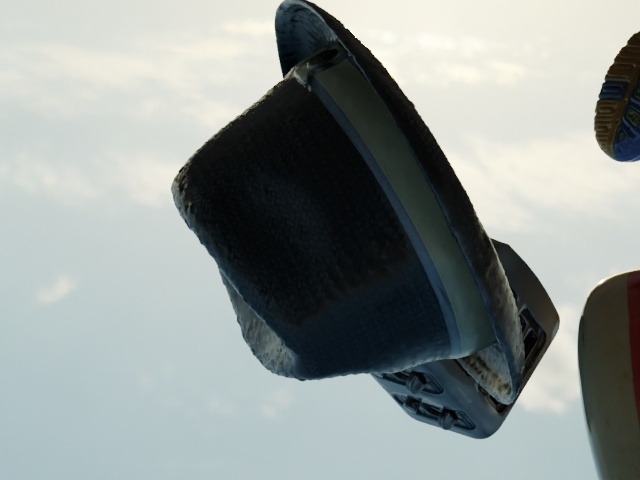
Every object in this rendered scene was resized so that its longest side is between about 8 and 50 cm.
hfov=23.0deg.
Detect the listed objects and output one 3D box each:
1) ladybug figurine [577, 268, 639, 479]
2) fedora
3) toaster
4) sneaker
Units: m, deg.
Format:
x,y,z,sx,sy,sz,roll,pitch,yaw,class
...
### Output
x,y,z,sx,sy,sz,roll,pitch,yaw,class
0.371,0.194,1.436,0.305,0.162,0.449,31,-142,-41,ladybug figurine
0.000,0.000,1.066,0.152,0.334,0.334,-29,-152,-6,fedora
0.132,0.081,1.525,0.110,0.186,0.168,20,160,41,toaster
0.394,-0.190,1.617,0.131,0.296,0.112,39,169,-36,sneaker
